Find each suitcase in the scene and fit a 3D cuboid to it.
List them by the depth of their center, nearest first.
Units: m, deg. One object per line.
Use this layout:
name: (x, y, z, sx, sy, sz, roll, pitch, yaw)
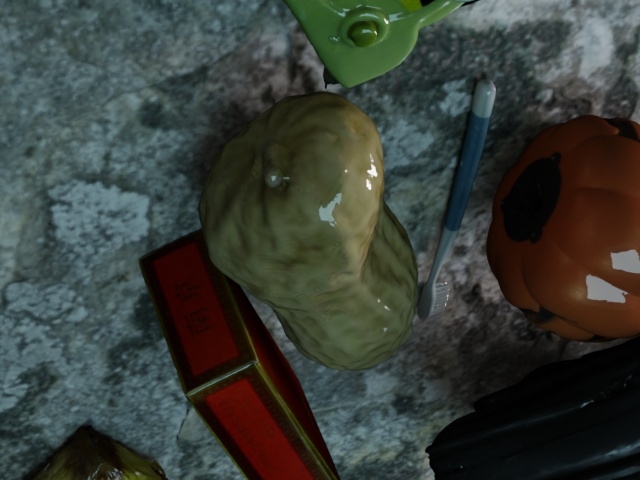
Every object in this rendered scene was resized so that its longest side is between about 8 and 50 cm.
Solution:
suitcase: (0.275, 0.188, 1.299, 0.339, 0.188, 0.345, -22, 174, 21)

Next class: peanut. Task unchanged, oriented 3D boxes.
peanut: (-0.009, -0.004, 1.117, 0.143, 0.159, 0.291, -61, 155, -22)

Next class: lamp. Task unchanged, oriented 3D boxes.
lamp: (0.235, -0.006, 1.187, 0.164, 0.187, 0.187, 21, 123, -22)

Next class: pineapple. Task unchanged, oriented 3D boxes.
pineapple: (-0.205, 0.218, 1.312, 0.137, 0.069, 0.116, -14, 133, -26)

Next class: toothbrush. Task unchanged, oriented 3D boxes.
toothbrush: (0.120, -0.028, 1.237, 0.025, 0.019, 0.275, -12, 137, -22)

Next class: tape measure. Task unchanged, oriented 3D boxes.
tape measure: (0.033, -0.208, 0.947, 0.175, 0.106, 0.200, -22, 139, 18)

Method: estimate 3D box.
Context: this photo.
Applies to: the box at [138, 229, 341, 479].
box: (-0.063, 0.122, 1.205, 0.074, 0.153, 0.239, -30, 139, -1)
